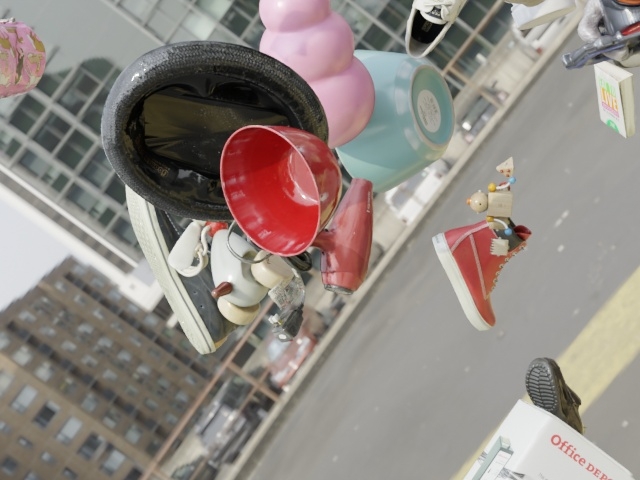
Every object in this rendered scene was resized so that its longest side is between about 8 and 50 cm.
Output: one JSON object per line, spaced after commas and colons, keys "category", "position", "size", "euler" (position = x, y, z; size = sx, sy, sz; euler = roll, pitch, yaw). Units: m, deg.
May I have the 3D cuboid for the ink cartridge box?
{"category": "ink cartridge box", "position": [0.354, 0.448, 1.571], "size": [0.289, 0.211, 0.121], "euler": [-54, 15, -5]}

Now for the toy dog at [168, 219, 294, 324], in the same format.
{"category": "toy dog", "position": [-0.213, 0.023, 1.838], "size": [0.161, 0.333, 0.220], "euler": [-3, -62, -53]}

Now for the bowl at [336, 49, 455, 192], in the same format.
{"category": "bowl", "position": [0.169, -0.267, 1.964], "size": [0.163, 0.312, 0.312], "euler": [-10, 34, 37]}

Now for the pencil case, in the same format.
{"category": "pencil case", "position": [-0.699, -0.370, 1.908], "size": [0.160, 0.167, 0.386], "euler": [-27, 8, 10]}

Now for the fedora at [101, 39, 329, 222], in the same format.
{"category": "fedora", "position": [-0.157, -0.185, 1.406], "size": [0.334, 0.334, 0.153], "euler": [-51, 30, 27]}

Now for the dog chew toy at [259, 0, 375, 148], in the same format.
{"category": "dog chew toy", "position": [-0.020, -0.337, 1.733], "size": [0.206, 0.332, 0.207], "euler": [-13, 32, 8]}

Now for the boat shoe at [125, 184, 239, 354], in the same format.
{"category": "boat shoe", "position": [-0.335, 0.041, 2.304], "size": [0.156, 0.500, 0.187], "euler": [-30, 19, -17]}

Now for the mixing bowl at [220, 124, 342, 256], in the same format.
{"category": "mixing bowl", "position": [-0.037, -0.079, 1.251], "size": [0.098, 0.181, 0.181], "euler": [-27, -14, -42]}

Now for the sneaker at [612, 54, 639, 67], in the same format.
{"category": "sneaker", "position": [0.719, -0.415, 1.896], "size": [0.271, 0.100, 0.108], "euler": [-18, 34, 36]}

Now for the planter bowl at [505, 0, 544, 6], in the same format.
{"category": "planter bowl", "position": [0.385, -0.507, 1.749], "size": [0.162, 0.109, 0.162], "euler": [-37, 32, 28]}

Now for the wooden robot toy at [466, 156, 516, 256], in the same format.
{"category": "wooden robot toy", "position": [0.292, -0.061, 1.622], "size": [0.076, 0.079, 0.173], "euler": [-76, -12, -70]}

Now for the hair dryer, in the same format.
{"category": "hair dryer", "position": [0.000, 0.000, 1.467], "size": [0.080, 0.224, 0.293], "euler": [6, 39, 43]}

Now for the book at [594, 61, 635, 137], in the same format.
{"category": "book", "position": [0.612, -0.296, 1.945], "size": [0.035, 0.144, 0.096], "euler": [-27, 38, -7]}

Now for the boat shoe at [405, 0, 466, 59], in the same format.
{"category": "boat shoe", "position": [0.217, -0.440, 1.725], "size": [0.267, 0.096, 0.088], "euler": [124, 168, -58]}

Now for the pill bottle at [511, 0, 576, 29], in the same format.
{"category": "pill bottle", "position": [0.452, -0.619, 2.047], "size": [0.160, 0.283, 0.160], "euler": [-17, 0, 0]}

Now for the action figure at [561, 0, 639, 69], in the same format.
{"category": "action figure", "position": [0.511, -0.392, 1.369], "size": [0.341, 0.179, 0.330], "euler": [-13, -22, 2]}

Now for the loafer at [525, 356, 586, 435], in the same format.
{"category": "loafer", "position": [0.475, 0.319, 1.874], "size": [0.078, 0.220, 0.080], "euler": [-34, 26, -31]}

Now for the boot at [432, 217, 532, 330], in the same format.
{"category": "boot", "position": [0.339, 0.059, 1.797], "size": [0.176, 0.244, 0.088], "euler": [-23, 33, 10]}
